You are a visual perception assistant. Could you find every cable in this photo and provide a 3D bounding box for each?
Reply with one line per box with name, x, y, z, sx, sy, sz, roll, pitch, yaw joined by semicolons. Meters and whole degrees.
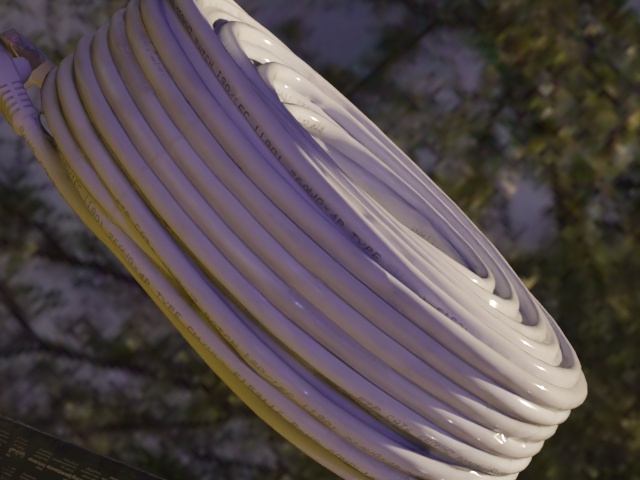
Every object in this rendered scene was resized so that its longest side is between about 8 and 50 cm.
cable;0.000;0.000;0.777;0.257;0.089;0.257;30;17;-53

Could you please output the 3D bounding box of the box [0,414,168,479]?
box;-0.051;0.210;1.013;0.257;0.079;0.322;38;-14;-23
